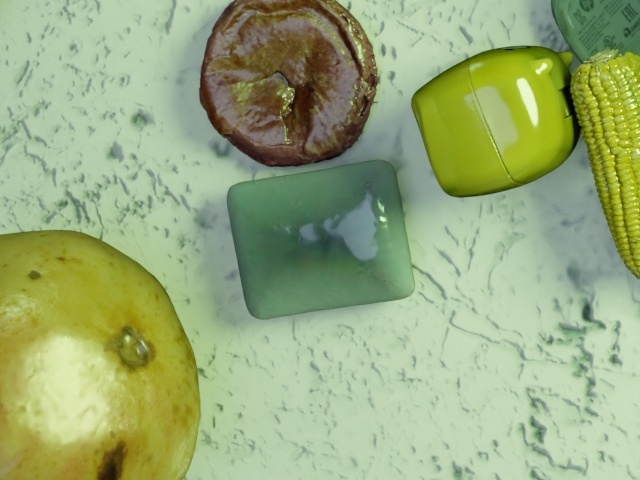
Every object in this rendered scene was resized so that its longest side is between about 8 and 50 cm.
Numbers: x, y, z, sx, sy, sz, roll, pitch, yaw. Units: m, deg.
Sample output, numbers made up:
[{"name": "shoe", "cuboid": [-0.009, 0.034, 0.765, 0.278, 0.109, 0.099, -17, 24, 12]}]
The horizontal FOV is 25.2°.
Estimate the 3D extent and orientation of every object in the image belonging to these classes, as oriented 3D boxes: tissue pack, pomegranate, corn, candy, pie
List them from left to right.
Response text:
[{"name": "pomegranate", "cuboid": [-0.280, 0.163, 1.383, 0.342, 0.342, 0.342, 2, 98, 17]}, {"name": "pie", "cuboid": [-0.032, -0.159, 1.388, 0.182, 0.049, 0.182, 2, 100, 12]}, {"name": "candy", "cuboid": [0.000, 0.000, 1.386, 0.174, 0.071, 0.138, -9, 95, 19]}, {"name": "tissue pack", "cuboid": [0.165, -0.109, 1.264, 0.127, 0.178, 0.123, -18, 93, 22]}, {"name": "corn", "cuboid": [0.269, -0.066, 1.234, 0.072, 0.072, 0.203, -13, 100, 18]}]

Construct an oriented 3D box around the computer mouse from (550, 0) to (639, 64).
[{"name": "computer mouse", "cuboid": [0.330, -0.161, 1.247, 0.288, 0.097, 0.159, 54, 142, 13]}]
